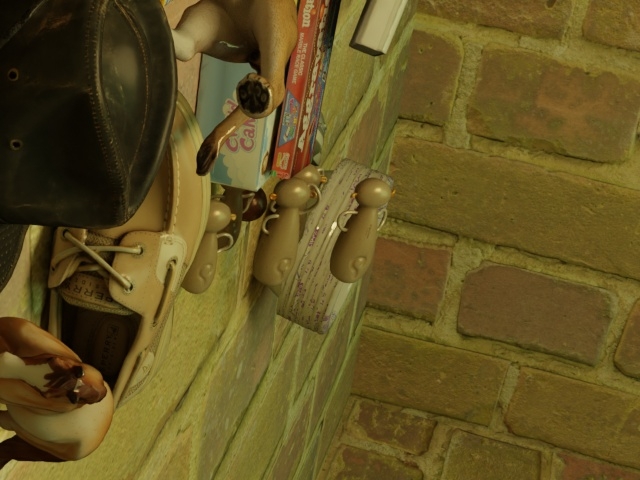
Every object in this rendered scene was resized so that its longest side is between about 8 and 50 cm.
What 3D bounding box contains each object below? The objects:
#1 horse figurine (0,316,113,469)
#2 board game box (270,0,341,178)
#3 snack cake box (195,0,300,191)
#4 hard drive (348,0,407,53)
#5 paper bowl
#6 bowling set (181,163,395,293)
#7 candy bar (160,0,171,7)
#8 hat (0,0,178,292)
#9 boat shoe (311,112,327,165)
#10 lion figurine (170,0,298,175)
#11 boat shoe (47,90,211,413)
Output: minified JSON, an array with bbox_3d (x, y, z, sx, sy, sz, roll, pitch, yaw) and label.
[{"bbox_3d":[-0.203,0.101,0.769,0.263,0.175,0.066,89,18,-61],"label":"horse figurine"},{"bbox_3d":[-0.010,-0.222,1.386,0.145,0.027,0.281,-46,147,-74],"label":"board game box"},{"bbox_3d":[-0.077,-0.209,1.361,0.152,0.089,0.264,-60,161,-64],"label":"snack cake box"},{"bbox_3d":[0.112,-0.373,1.384,0.203,0.040,0.307,-97,-152,-82],"label":"hard drive"},{"bbox_3d":[0.000,0.000,1.882,0.284,0.148,0.284,23,90,-85],"label":"paper bowl"},{"bbox_3d":[-0.074,-0.050,1.481,0.200,0.287,0.154,51,-45,43],"label":"bowling set"},{"bbox_3d":[-0.136,-0.262,1.149,0.161,0.018,0.040,-61,162,-62],"label":"candy bar"},{"bbox_3d":[-0.175,-0.097,0.793,0.331,0.134,0.331,13,90,-82],"label":"hat"},{"bbox_3d":[-0.030,-0.172,1.782,0.227,0.079,0.081,79,19,-83],"label":"boat shoe"},{"bbox_3d":[-0.078,-0.267,0.971,0.240,0.142,0.392,-48,139,-70],"label":"lion figurine"},{"bbox_3d":[-0.174,0.021,1.001,0.110,0.122,0.341,-63,165,-58],"label":"boat shoe"}]
